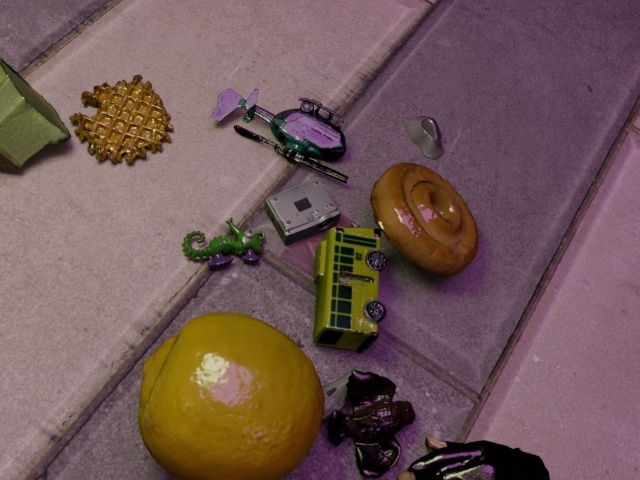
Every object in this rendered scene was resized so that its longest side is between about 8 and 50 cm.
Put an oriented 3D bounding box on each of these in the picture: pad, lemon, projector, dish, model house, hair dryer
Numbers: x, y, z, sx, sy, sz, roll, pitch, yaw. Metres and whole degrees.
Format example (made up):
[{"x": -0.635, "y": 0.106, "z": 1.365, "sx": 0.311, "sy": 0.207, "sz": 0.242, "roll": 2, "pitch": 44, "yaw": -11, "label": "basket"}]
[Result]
[{"x": 0.000, "y": 0.000, "z": 1.744, "sx": 0.113, "sy": 0.006, "sz": 0.187, "roll": 32, "pitch": 62, "yaw": 4, "label": "pad"}, {"x": -0.165, "y": 0.298, "z": 1.365, "sx": 0.348, "sy": 0.348, "sz": 0.347, "roll": 5, "pitch": 61, "yaw": -10, "label": "lemon"}, {"x": -0.042, "y": -0.071, "z": 1.735, "sx": 0.147, "sy": 0.061, "sz": 0.115, "roll": -23, "pitch": 68, "yaw": -18, "label": "projector"}, {"x": 0.284, "y": -0.280, "z": 1.938, "sx": 0.091, "sy": 0.039, "sz": 0.137, "roll": -10, "pitch": 63, "yaw": -18, "label": "dish"}, {"x": -0.712, "y": -0.268, "z": 1.660, "sx": 0.189, "sy": 0.195, "sz": 0.214, "roll": -40, "pitch": 60, "yaw": -3, "label": "model house"}, {"x": -0.002, "y": 0.283, "z": 1.576, "sx": 0.167, "sy": 0.067, "sz": 0.199, "roll": -18, "pitch": 52, "yaw": -30, "label": "hair dryer"}]

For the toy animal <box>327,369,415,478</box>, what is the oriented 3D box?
[{"x": 0.112, "y": 0.369, "z": 1.527, "sx": 0.179, "sy": 0.116, "sz": 0.218, "roll": -3, "pitch": 83, "yaw": -51, "label": "toy animal"}]

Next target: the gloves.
[{"x": 0.303, "y": 0.476, "z": 1.486, "sx": 0.301, "sy": 0.152, "sz": 0.197, "roll": -10, "pitch": 37, "yaw": -2, "label": "gloves"}]

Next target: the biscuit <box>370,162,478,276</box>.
[{"x": 0.253, "y": -0.057, "z": 1.714, "sx": 0.296, "sy": 0.102, "sz": 0.296, "roll": 24, "pitch": 44, "yaw": -26, "label": "biscuit"}]

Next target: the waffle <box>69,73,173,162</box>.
[{"x": -0.473, "y": -0.289, "z": 1.772, "sx": 0.229, "sy": 0.051, "sz": 0.231, "roll": -26, "pitch": 71, "yaw": -26, "label": "waffle"}]

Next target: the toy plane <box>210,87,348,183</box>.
[{"x": -0.078, "y": -0.279, "z": 1.828, "sx": 0.382, "sy": 0.106, "sz": 0.155, "roll": 29, "pitch": 72, "yaw": -2, "label": "toy plane"}]

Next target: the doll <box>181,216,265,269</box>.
[{"x": -0.217, "y": 0.007, "z": 1.668, "sx": 0.190, "sy": 0.050, "sz": 0.115, "roll": -11, "pitch": 69, "yaw": -15, "label": "doll"}]

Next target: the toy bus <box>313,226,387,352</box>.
[{"x": 0.060, "y": 0.101, "z": 1.628, "sx": 0.150, "sy": 0.128, "sz": 0.262, "roll": 9, "pitch": 62, "yaw": -10, "label": "toy bus"}]
